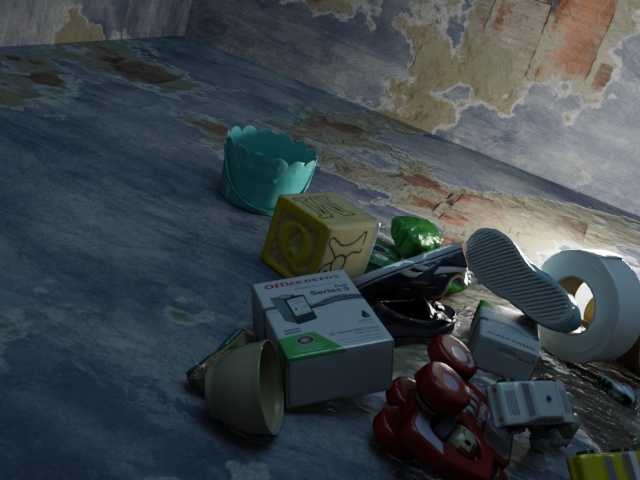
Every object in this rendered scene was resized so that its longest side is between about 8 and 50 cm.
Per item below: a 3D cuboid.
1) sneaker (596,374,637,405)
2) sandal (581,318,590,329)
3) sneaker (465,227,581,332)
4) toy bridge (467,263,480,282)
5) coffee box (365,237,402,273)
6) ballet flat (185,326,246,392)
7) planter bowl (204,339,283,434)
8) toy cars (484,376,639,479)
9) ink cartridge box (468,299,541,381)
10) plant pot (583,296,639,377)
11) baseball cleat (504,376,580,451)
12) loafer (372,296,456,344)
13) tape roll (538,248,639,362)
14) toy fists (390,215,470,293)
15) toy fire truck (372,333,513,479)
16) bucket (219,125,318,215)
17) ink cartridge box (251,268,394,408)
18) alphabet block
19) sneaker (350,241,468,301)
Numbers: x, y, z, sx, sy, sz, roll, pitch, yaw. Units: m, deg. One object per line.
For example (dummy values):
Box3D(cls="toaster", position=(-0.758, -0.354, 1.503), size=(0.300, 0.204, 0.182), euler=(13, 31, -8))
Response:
Box3D(cls="sneaker", position=(0.714, 0.354, 1.913), size=(0.098, 0.038, 0.069), euler=(42, 30, 27))
Box3D(cls="sandal", position=(0.683, 0.238, 2.130), size=(0.049, 0.072, 0.180), euler=(28, 8, -38))
Box3D(cls="sneaker", position=(0.502, 0.112, 1.990), size=(0.150, 0.135, 0.366), euler=(37, 12, -47))
Box3D(cls="toy bridge", position=(0.477, 0.107, 2.314), size=(0.188, 0.026, 0.063), euler=(28, 24, 23))
Box3D(cls="coffee box", position=(0.164, 0.049, 2.196), size=(0.113, 0.040, 0.184), euler=(22, 23, 6))
Box3D(cls="ballet flat", position=(-0.182, 0.232, 1.511), size=(0.067, 0.073, 0.206), euler=(48, 30, 2))
Box3D(cls="planter bowl", position=(-0.135, 0.258, 1.378), size=(0.109, 0.162, 0.162), euler=(-8, 20, 10))
Box3D(cls="toy cars", position=(0.481, 0.365, 1.479), size=(0.393, 0.087, 0.176), euler=(41, 51, -5))
Box3D(cls="ink cartridge box", position=(0.436, 0.239, 1.900), size=(0.153, 0.087, 0.208), euler=(21, 22, 6))
Box3D(cls="plant pot", position=(0.818, 0.224, 2.078), size=(0.237, 0.237, 0.254), euler=(5, 12, -29))
Box3D(cls="baseball cleat", position=(0.421, 0.354, 1.574), size=(0.205, 0.109, 0.072), euler=(27, -1, -14))
Box3D(cls="loafer", position=(0.226, 0.178, 1.873), size=(0.302, 0.095, 0.109), euler=(-4, 31, -42))
Box3D(cls="tape roll", position=(0.657, 0.161, 1.986), size=(0.100, 0.286, 0.286), euler=(3, 27, -31))
Box3D(cls="toy fists", position=(0.288, 0.040, 2.187), size=(0.142, 0.096, 0.279), euler=(10, 40, -47))
Box3D(cls="toy fire truck", position=(0.253, 0.337, 1.474), size=(0.254, 0.169, 0.302), euler=(40, 24, 1))
Box3D(cls="bucket", position=(-0.161, -0.203, 2.351), size=(0.281, 0.183, 0.281), euler=(14, 23, -6))
Box3D(cls="ink cartridge box", position=(-0.006, 0.185, 1.581), size=(0.211, 0.122, 0.289), euler=(-9, 28, -16))
Box3D(cls="alphabet block", position=(0.000, 0.000, 1.998), size=(0.193, 0.193, 0.197), euler=(33, 26, 36))
Box3D(cls="sneaker", position=(0.230, 0.105, 1.993), size=(0.321, 0.128, 0.126), euler=(-17, -5, -16))
